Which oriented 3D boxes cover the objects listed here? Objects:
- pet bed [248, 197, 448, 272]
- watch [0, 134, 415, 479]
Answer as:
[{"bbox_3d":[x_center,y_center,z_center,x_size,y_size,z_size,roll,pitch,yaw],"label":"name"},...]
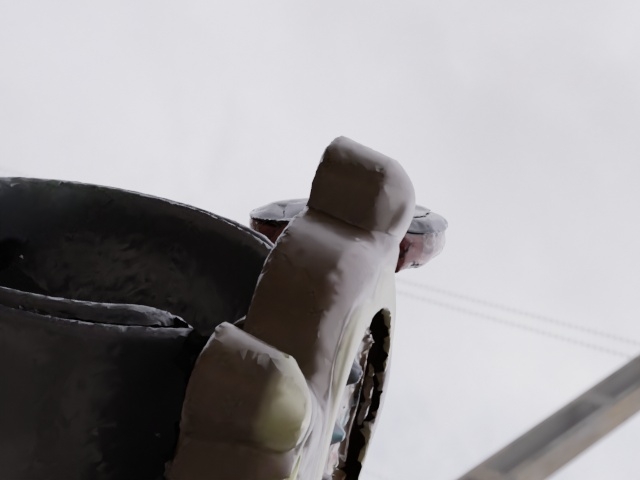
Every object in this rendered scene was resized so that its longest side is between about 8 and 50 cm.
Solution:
[{"bbox_3d":[0.025,-0.009,1.308,0.201,0.201,0.053,11,-79,46],"label":"pet bed"},{"bbox_3d":[-0.138,0.079,0.843,0.327,0.335,0.314,14,-73,11],"label":"watch"}]
